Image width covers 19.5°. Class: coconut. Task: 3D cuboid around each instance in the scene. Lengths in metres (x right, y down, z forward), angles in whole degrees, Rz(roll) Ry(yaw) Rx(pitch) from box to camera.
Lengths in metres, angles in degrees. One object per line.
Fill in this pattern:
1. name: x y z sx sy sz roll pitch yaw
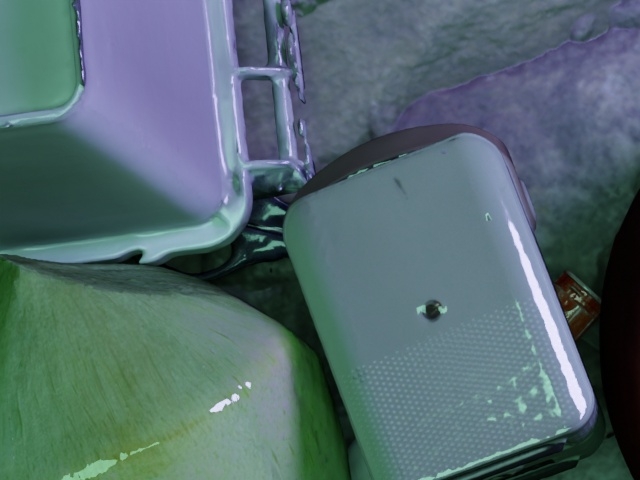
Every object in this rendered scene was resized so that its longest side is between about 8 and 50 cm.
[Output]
1. coconut: -0.141 0.147 1.249 0.328 0.281 0.328 13 127 17

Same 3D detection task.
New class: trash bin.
1. trash bin: -0.174 -0.120 1.188 0.296 0.368 0.256 -6 81 6

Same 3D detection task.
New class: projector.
1. projector: 0.083 0.048 1.234 0.163 0.177 0.242 -23 76 6

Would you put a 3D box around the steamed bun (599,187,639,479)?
1. steamed bun: 0.312 0.045 1.222 0.248 0.235 0.379 17 93 2

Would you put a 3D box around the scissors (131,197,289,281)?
1. scissors: 0.000 0.000 1.358 0.300 0.022 0.109 13 94 5

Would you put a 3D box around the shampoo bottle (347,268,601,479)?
1. shampoo bottle: 0.119 0.116 1.335 0.108 0.051 0.221 42 95 8
